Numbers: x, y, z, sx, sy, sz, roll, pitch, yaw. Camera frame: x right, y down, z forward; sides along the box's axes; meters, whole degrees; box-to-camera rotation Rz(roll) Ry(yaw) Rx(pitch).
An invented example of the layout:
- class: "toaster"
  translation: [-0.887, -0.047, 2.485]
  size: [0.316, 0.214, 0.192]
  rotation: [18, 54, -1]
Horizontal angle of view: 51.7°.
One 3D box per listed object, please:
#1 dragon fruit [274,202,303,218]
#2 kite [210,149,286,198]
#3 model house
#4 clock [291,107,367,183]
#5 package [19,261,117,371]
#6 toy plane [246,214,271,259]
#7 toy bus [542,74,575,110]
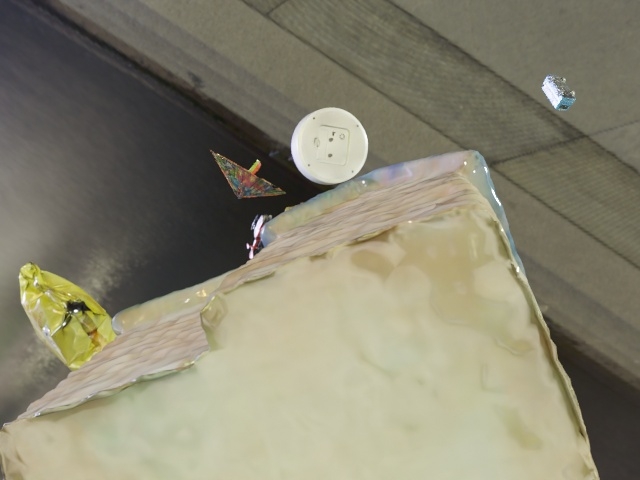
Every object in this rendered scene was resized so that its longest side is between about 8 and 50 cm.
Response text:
- class: "dragon fruit"
  translation: [0.000, 0.000, 1.519]
  size: [0.211, 0.147, 0.282]
  rotation: [-24, 167, 14]
- class: "kite"
  translation: [-0.215, -0.175, 1.864]
  size: [0.241, 0.014, 0.183]
  rotation: [33, 140, -10]
- class: "model house"
  translation: [0.014, 0.162, 0.663]
  size: [0.445, 0.400, 0.395]
  rotation: [-22, 103, 13]
- class: "clock"
  translation: [0.028, -0.288, 2.024]
  size: [0.230, 0.230, 0.083]
  rotation: [36, 171, -13]
- class: "package"
  translation: [-0.336, 0.134, 0.933]
  size: [0.168, 0.090, 0.226]
  rotation: [27, 151, 41]
- class: "toy plane"
  translation: [-0.159, -0.014, 1.728]
  size: [0.037, 0.060, 0.145]
  rotation: [13, 115, -29]
- class: "toy bus"
  translation: [0.526, -0.329, 1.466]
  size: [0.038, 0.083, 0.046]
  rotation: [1, 140, -21]
